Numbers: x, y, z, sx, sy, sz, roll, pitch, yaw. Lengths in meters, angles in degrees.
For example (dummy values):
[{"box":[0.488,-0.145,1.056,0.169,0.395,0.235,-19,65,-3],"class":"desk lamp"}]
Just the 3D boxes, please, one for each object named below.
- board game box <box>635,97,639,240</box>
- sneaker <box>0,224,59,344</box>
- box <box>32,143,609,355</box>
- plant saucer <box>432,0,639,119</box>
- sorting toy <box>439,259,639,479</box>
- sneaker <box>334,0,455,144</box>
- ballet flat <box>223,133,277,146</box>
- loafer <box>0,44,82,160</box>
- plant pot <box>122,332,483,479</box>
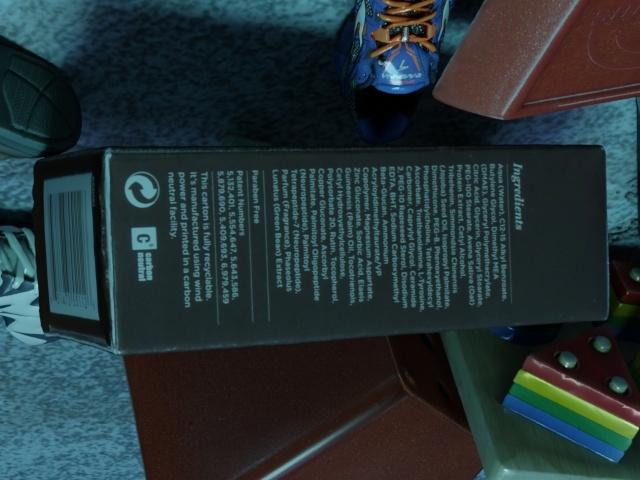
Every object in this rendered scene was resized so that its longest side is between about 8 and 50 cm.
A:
[{"box":[0.415,-0.051,1.224,0.303,0.097,0.224,-8,148,8],"class":"board game box"},{"box":[-0.231,0.016,1.254,0.153,0.094,0.235,-18,149,17],"class":"sneaker"},{"box":[0.000,0.000,1.092,0.381,0.143,0.191,-4,-178,-24],"class":"box"},{"box":[0.231,-0.166,0.980,0.258,0.048,0.259,-11,155,-23],"class":"plant saucer"},{"box":[0.246,0.099,1.318,0.255,0.257,0.089,8,129,-19],"class":"sorting toy"},{"box":[0.059,-0.146,1.030,0.083,0.087,0.221,-2,149,-6],"class":"sneaker"},{"box":[-0.063,-0.033,1.251,0.052,0.057,0.168,23,145,8],"class":"ballet flat"},{"box":[-0.289,-0.113,1.042,0.084,0.096,0.267,-20,148,35],"class":"loafer"},{"box":[0.002,0.143,1.362,0.235,0.267,0.267,-31,141,18],"class":"plant pot"}]
